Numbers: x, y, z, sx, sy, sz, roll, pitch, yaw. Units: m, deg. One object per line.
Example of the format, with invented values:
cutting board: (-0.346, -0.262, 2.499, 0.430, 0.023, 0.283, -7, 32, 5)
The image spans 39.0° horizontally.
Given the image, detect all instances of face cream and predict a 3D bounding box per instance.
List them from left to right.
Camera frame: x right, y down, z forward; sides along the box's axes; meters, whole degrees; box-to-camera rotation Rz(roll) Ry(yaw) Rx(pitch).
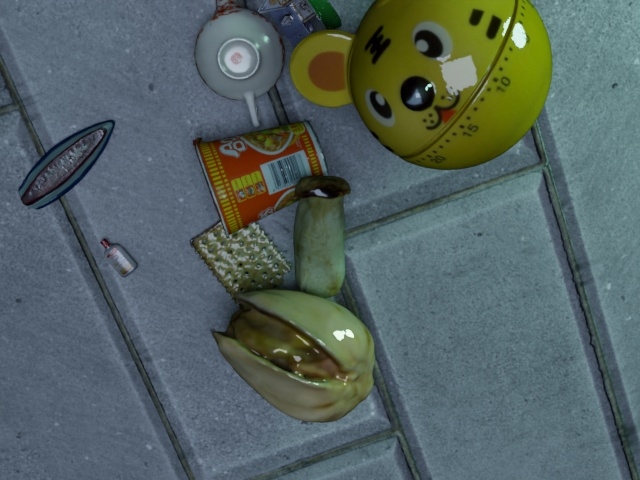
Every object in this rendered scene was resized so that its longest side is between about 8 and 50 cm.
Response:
face cream: (-0.392, 0.031, 1.741, 0.040, 0.021, 0.083, -38, 105, 7)

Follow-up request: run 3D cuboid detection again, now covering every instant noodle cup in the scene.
instant noodle cup: (-0.103, -0.128, 1.640, 0.212, 0.193, 0.193, -20, 107, -6)

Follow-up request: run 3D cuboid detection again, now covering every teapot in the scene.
teapot: (-0.141, -0.318, 1.616, 0.159, 0.116, 0.245, -11, 113, -11)

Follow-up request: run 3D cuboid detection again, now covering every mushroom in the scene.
mushroom: (0.000, 0.000, 1.656, 0.100, 0.081, 0.312, 1, 139, -1)

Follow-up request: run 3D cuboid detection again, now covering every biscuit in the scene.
biscuit: (-0.144, 0.042, 1.761, 0.144, 0.016, 0.203, -36, 105, 8)

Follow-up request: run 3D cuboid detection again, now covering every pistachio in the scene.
pistachio: (-0.041, 0.209, 1.702, 0.321, 0.238, 0.229, 30, 79, -14)

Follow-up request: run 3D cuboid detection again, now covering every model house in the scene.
model house: (-0.049, -0.416, 1.590, 0.088, 0.117, 0.167, -31, 108, 23)

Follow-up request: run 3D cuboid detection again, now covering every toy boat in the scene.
toy boat: (-0.468, -0.143, 1.675, 0.229, 0.046, 0.080, -39, 102, 10)

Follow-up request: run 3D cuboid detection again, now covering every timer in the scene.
timer: (0.177, -0.302, 1.500, 0.387, 0.376, 0.376, 29, 103, -18)
